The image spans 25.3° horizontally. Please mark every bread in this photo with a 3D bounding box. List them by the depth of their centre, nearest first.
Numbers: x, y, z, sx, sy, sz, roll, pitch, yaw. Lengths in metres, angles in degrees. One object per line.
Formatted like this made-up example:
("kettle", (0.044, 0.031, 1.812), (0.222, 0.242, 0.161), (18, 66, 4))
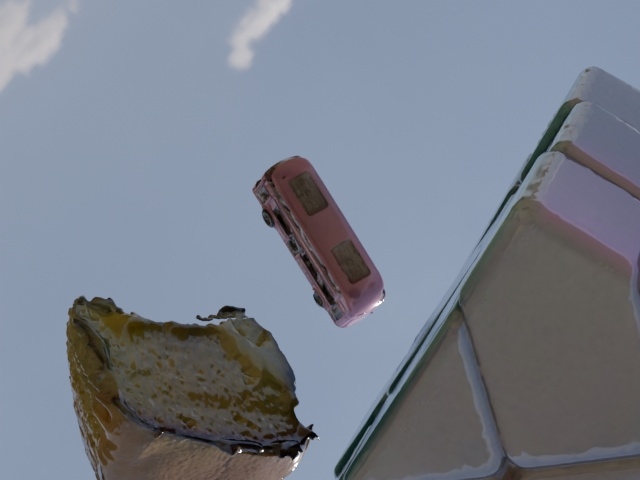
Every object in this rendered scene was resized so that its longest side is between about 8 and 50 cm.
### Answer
("bread", (-0.088, 0.104, 0.990), (0.160, 0.169, 0.140), (-17, -124, -15))

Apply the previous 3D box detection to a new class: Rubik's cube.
("Rubik's cube", (0.218, 0.120, 0.968), (0.322, 0.319, 0.316), (-61, 175, 30))

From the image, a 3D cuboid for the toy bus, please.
("toy bus", (0.000, 0.000, 1.635), (0.063, 0.203, 0.090), (-30, 172, -23))
